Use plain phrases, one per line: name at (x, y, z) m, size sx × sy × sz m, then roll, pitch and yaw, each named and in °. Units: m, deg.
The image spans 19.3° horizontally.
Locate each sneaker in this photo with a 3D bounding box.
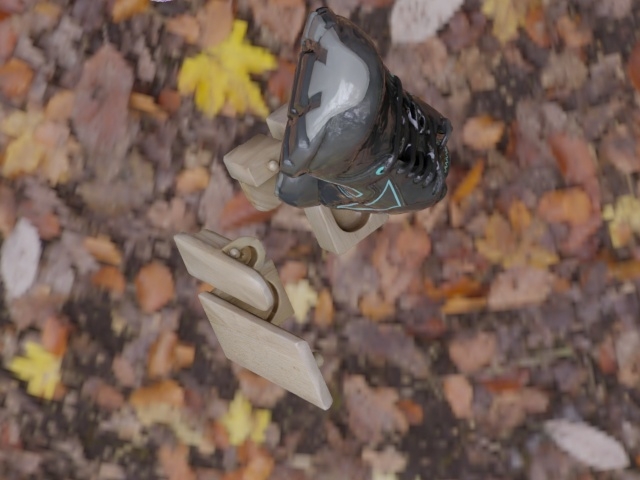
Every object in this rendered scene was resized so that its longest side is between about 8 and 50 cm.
sneaker at (0.031, -0.070, 1.117) m, size 0.106 × 0.267 × 0.101 m, roll 12°, pitch 85°, yaw 0°

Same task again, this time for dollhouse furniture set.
dollhouse furniture set at (0.000, 0.000, 1.284) m, size 0.151 × 0.123 × 0.144 m, roll -36°, pitch 122°, yaw -22°
